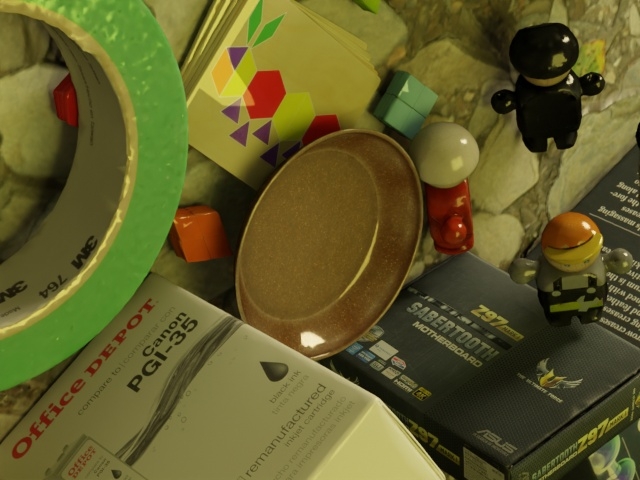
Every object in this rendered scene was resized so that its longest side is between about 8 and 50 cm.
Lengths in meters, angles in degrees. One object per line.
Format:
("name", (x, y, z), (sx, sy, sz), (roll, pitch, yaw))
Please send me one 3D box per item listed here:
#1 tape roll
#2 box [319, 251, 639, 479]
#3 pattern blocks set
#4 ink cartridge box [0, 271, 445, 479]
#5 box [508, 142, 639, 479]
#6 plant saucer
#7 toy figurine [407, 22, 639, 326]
("tape roll", (-0.241, -0.052, 1.119), (0.321, 0.077, 0.321), (-16, 120, -30))
("box", (0.141, 0.113, 1.466), (0.183, 0.232, 0.059), (-30, 133, -30))
("pattern blocks set", (-0.040, -0.115, 1.335), (0.285, 0.026, 0.325), (-54, 136, -9))
("ink cartridge box", (-0.085, 0.170, 1.246), (0.207, 0.283, 0.117), (-50, 131, -14))
("box", (0.339, 0.114, 1.670), (0.395, 0.212, 0.293), (-44, 134, -18))
("plant saucer", (0.000, 0.000, 1.384), (0.198, 0.036, 0.199), (-21, 124, -35))
("toy figurine", (0.200, -0.058, 1.453), (0.213, 0.209, 0.148), (-42, 150, -19))
